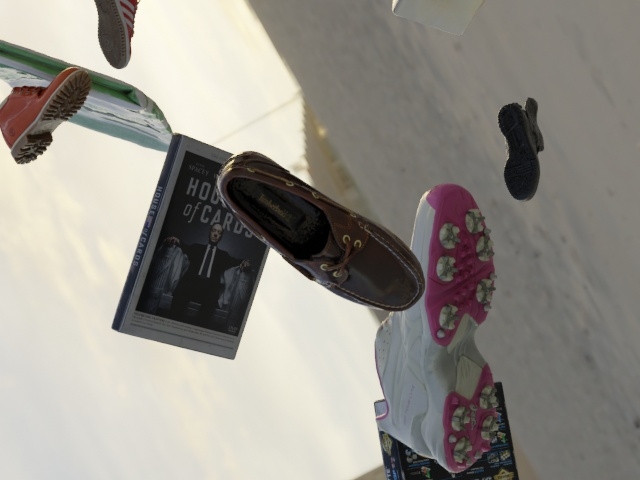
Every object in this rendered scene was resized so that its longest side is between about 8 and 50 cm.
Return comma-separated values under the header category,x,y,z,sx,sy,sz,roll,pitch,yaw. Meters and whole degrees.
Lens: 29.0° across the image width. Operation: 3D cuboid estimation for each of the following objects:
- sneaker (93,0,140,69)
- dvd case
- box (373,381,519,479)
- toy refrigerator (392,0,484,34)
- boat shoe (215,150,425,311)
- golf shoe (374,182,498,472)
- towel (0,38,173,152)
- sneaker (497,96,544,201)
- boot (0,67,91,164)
category,x,y,z,sx,sy,sz,roll,pitch,yaw
sneaker,-0.216,-0.251,1.371,0.067,0.042,0.118,-23,-73,-54
dvd case,-0.138,0.011,1.475,0.179,0.239,0.029,19,178,-42
box,0.199,0.319,1.931,0.051,0.220,0.175,-25,73,59
toy refrigerator,0.167,-0.344,1.283,0.269,0.094,0.102,121,161,-53
boat shoe,0.000,0.000,1.048,0.207,0.073,0.073,31,-170,-8
golf shoe,0.107,0.089,1.301,0.115,0.140,0.306,-13,-73,-45
towel,-0.332,-0.194,1.739,0.248,0.038,0.325,18,172,2
sneaker,0.287,-0.128,1.731,0.089,0.051,0.170,24,-125,-57
boot,-0.356,-0.177,1.567,0.085,0.158,0.059,56,-154,17
